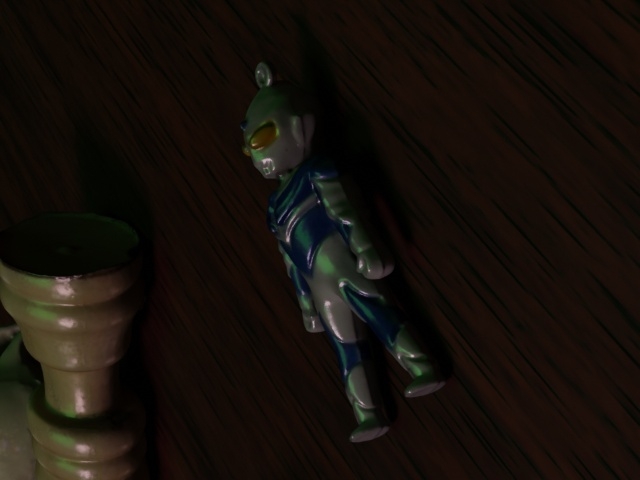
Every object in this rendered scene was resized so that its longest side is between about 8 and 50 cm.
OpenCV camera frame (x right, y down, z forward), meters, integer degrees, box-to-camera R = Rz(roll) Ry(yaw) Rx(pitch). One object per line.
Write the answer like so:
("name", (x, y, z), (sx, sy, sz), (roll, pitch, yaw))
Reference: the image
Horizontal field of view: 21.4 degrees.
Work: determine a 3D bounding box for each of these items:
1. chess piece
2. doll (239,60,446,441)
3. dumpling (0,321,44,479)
("chess piece", (-0.190, 0.143, 1.362), (0.139, 0.124, 0.307), (10, 114, 31))
("doll", (0.000, 0.000, 0.985), (0.227, 0.057, 0.114), (70, 156, 17))
("dumpling", (-0.271, 0.196, 1.499), (0.193, 0.147, 0.258), (59, -145, -64))
